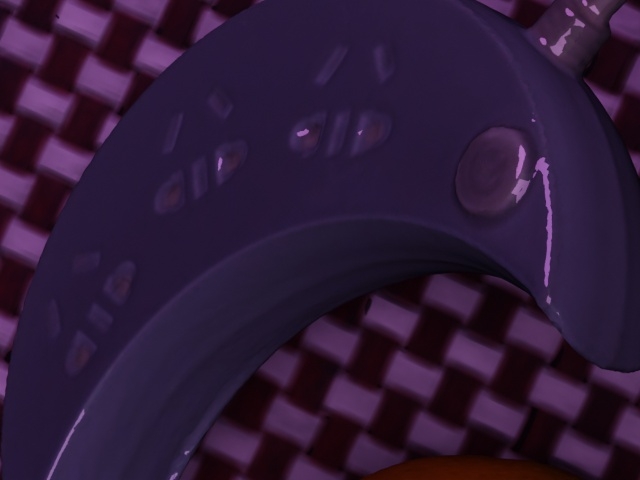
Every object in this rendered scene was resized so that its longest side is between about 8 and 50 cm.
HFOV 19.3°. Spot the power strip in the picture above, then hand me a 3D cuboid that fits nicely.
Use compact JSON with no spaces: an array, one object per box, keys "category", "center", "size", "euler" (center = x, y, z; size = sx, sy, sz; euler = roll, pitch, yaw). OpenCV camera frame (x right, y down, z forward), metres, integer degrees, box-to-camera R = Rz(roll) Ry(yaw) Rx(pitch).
[{"category":"power strip","center":[0.000,0.000,0.561],"size":[0.253,0.054,0.168],"euler":[-32,52,31]}]

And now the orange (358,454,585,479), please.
[{"category":"orange","center":[0.047,0.143,0.576],"size":[0.156,0.124,0.156],"euler":[-2,85,23]}]
